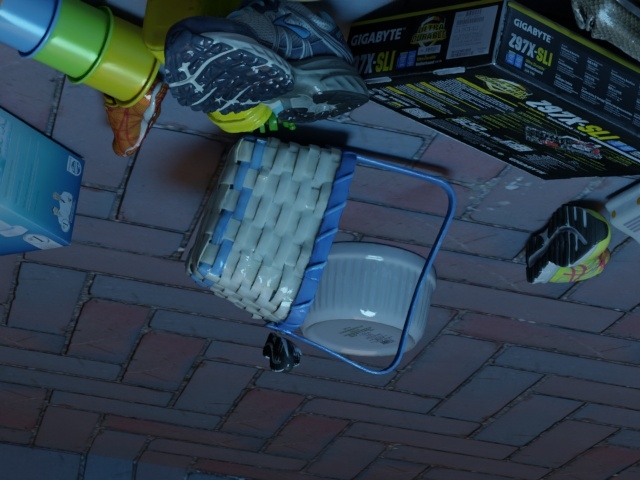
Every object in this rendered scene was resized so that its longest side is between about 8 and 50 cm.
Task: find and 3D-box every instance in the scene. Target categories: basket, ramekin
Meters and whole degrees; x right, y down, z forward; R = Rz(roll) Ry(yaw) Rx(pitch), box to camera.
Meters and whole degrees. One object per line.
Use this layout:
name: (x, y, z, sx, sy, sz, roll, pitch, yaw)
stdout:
basket: (0.000, 0.000, 2.137, 0.289, 0.255, 0.201, 22, 171, -4)
ramekin: (0.061, 0.089, 2.508, 0.207, 0.109, 0.207, 5, 158, 2)

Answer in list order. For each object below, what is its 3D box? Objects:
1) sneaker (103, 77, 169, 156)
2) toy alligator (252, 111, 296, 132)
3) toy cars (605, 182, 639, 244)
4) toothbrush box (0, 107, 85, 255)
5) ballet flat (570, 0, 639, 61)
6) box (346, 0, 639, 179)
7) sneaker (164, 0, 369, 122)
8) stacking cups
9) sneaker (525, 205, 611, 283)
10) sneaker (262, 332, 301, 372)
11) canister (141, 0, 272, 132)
sneaker: (-0.224, -0.155, 2.063, 0.067, 0.064, 0.175, 28, 150, -2)
toy alligator: (-0.049, -0.148, 2.022, 0.189, 0.051, 0.056, 4, 158, 5)
toy cars: (0.495, 0.034, 2.286, 0.176, 0.087, 0.393, -5, 156, 24)
toothbrush box: (-0.474, -0.088, 2.179, 0.216, 0.126, 0.295, -8, 155, 33)
ballet flat: (0.341, -0.182, 1.748, 0.250, 0.084, 0.058, 33, 115, -26)
box: (0.218, -0.150, 1.844, 0.322, 0.079, 0.257, 21, 166, -33)
sneaker: (-0.066, -0.192, 1.727, 0.110, 0.122, 0.283, -22, 164, 28)
stacking cups: (-0.317, -0.233, 1.818, 0.316, 0.096, 0.096, 21, 154, -34)
sneaker: (0.342, 0.008, 2.289, 0.094, 0.081, 0.208, 6, 167, -13)
sneaker: (-0.040, 0.137, 2.126, 0.043, 0.040, 0.109, 21, -173, -12)
canister: (-0.110, -0.205, 1.802, 0.073, 0.126, 0.170, -4, 154, 25)
